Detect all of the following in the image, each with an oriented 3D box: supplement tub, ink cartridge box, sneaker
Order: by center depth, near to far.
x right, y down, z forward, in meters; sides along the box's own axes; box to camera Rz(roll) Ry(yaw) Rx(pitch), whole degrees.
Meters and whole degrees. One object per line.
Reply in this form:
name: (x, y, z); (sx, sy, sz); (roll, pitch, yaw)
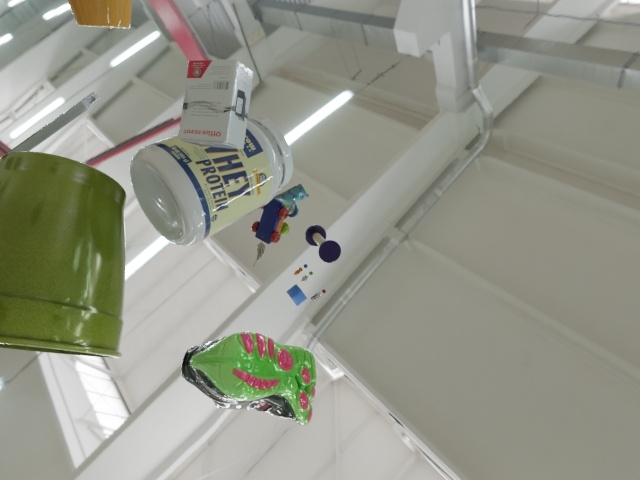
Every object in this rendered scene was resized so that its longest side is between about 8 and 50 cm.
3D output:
ink cartridge box: (-0.196, -0.252, 0.771); (0.109, 0.063, 0.151); (9, -87, 22)
supplement tub: (-0.246, -0.154, 0.979); (0.235, 0.236, 0.324); (21, -138, 35)
sneaker: (-0.148, 0.335, 1.012); (0.202, 0.483, 0.185); (-6, -125, 24)

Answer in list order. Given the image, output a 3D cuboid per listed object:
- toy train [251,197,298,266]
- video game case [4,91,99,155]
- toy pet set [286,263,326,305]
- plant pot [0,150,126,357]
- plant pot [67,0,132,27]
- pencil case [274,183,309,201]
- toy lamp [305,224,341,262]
toy train: (-0.162, -0.030, 1.431); (0.105, 0.143, 0.248); (27, -72, 22)
video game case: (-0.640, -0.280, 0.993); (0.212, 0.023, 0.193); (-36, -148, 0)
toy pet set: (-0.056, 0.152, 1.362); (0.114, 0.065, 0.122); (-37, -99, -10)
plant pot: (-0.547, 0.033, 0.814); (0.366, 0.366, 0.353); (-3, -111, 22)
plant pot: (-0.572, -0.654, 1.058); (0.205, 0.188, 0.205); (1, -154, -1)
pencil case: (-0.125, -0.163, 1.615); (0.151, 0.070, 0.064); (-29, -140, -22)
toy lamp: (0.000, 0.000, 1.357); (0.080, 0.080, 0.274); (-35, -162, -4)
